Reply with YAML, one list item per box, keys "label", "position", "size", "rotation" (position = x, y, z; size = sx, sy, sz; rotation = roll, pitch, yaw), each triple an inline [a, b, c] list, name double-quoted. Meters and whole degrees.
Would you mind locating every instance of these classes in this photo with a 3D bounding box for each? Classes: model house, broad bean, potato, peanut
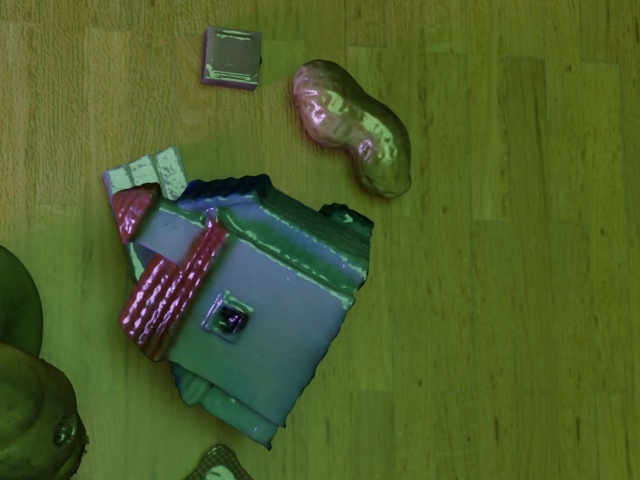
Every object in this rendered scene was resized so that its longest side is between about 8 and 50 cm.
- label: "model house"
  position: [-0.135, 0.049, 1.737]
  size: [0.329, 0.252, 0.295]
  rotation: [27, 105, -9]
- label: "broad bean"
  position: [-0.480, 0.130, 1.703]
  size: [0.238, 0.119, 0.291]
  rotation: [42, 76, -12]
- label: "potato"
  position: [-0.387, 0.214, 1.607]
  size: [0.191, 0.296, 0.141]
  rotation: [-34, 49, 3]
- label: "peanut"
  position: [0.050, -0.159, 1.906]
  size: [0.229, 0.098, 0.103]
  rotation: [43, 115, -4]

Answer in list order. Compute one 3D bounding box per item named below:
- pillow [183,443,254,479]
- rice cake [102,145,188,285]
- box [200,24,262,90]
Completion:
- label: "pillow"
  position: [-0.170, 0.381, 1.793]
  size: [0.211, 0.034, 0.135]
  rotation: [-37, 93, -15]
- label: "rice cake"
  position: [-0.216, -0.012, 1.841]
  size: [0.124, 0.038, 0.211]
  rotation: [-21, 87, -17]
- label: "box"
  position: [-0.124, -0.257, 1.906]
  size: [0.083, 0.035, 0.079]
  rotation: [7, 80, -14]
